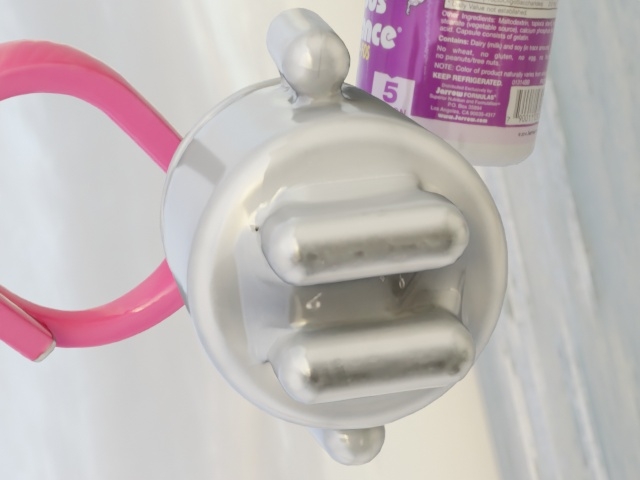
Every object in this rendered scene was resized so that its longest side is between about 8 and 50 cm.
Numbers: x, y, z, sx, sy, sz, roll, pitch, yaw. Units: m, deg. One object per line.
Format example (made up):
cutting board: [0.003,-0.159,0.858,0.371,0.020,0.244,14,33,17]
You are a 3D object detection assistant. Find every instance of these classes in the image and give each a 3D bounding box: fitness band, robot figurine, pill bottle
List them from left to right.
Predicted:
fitness band: [-0.194,-0.023,1.158,0.291,0.209,0.054,47,-177,-44]
robot figurine: [0.000,0.000,1.027,0.353,0.200,0.300,-129,36,-72]
pill bottle: [0.124,-0.226,1.337,0.169,0.169,0.301,-82,-1,-77]
